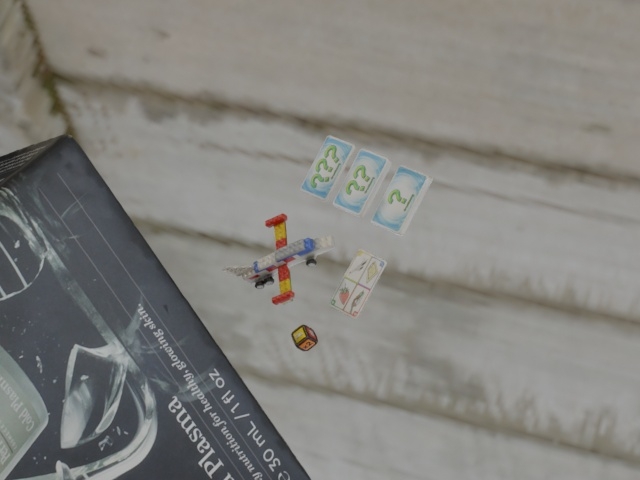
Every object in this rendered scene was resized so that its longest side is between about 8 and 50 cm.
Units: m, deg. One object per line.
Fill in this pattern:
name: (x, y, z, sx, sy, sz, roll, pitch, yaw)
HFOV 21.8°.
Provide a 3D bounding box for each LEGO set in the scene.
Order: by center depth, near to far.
LEGO set: (0.000, 0.000, 1.925, 0.182, 0.244, 0.060, 26, -3, 43)

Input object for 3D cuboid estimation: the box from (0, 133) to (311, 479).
box: (-0.350, 0.227, 1.730, 0.297, 0.472, 0.480, -12, -64, 54)
